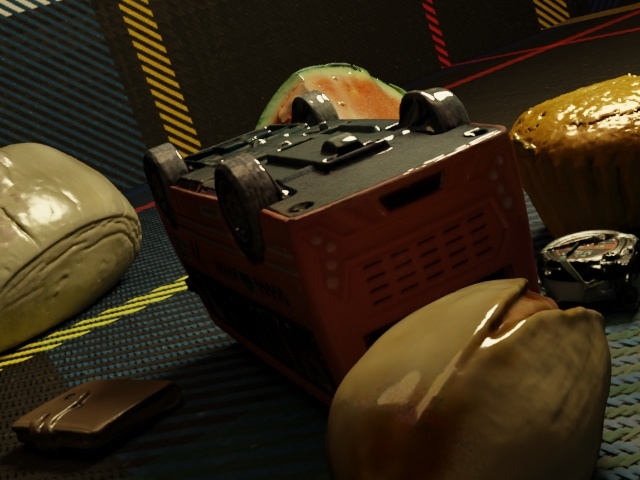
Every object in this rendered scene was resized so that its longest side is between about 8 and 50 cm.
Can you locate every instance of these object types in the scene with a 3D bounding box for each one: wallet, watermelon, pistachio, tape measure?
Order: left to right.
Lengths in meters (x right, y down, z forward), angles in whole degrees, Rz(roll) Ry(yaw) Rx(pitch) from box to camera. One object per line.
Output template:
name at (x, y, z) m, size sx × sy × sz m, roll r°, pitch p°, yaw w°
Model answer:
wallet at (-0.217, 0.162, 0.861) m, size 0.152 × 0.039 × 0.118 m, roll -6°, pitch 16°, yaw 42°
watermelon at (0.047, -0.211, 1.597) m, size 0.319 × 0.222 × 0.292 m, roll -5°, pitch 16°, yaw 27°
pistachio at (0.086, 0.090, 0.489) m, size 0.144 × 0.144 × 0.215 m, roll -9°, pitch 16°, yaw 38°
tape measure at (0.231, 0.023, 0.753) m, size 0.094 × 0.054 × 0.091 m, roll 2°, pitch 22°, yaw 43°

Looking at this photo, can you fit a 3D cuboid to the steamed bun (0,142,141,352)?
steamed bun at (-0.439, -0.010, 1.362) m, size 0.247 × 0.236 × 0.383 m, roll 34°, pitch 38°, yaw 16°

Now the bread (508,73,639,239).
bread at (0.316, -0.096, 0.936) m, size 0.239 × 0.139 × 0.240 m, roll -18°, pitch 13°, yaw 4°

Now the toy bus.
toy bus at (0.000, 0.000, 0.810) m, size 0.203 × 0.233 × 0.427 m, roll -23°, pitch 15°, yaw -19°
